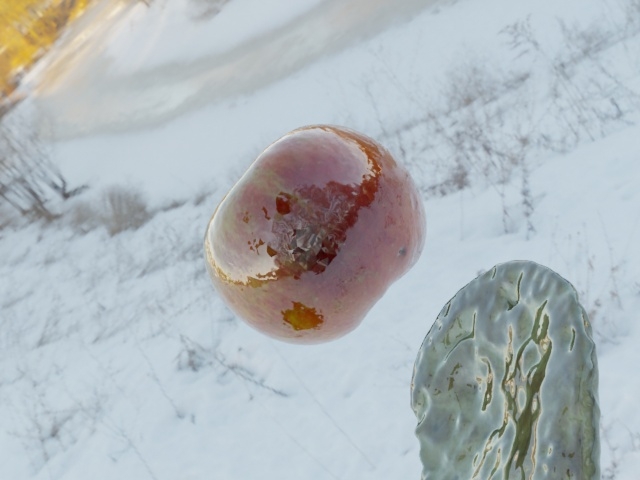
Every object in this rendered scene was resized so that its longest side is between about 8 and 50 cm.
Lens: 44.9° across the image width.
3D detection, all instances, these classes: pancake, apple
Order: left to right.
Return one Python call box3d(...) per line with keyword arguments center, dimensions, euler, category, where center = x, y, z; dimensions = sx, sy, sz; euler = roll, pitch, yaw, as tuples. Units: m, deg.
box3d(center=(0.000, 0.000, 0.948), dimensions=(0.293, 0.251, 0.163), euler=(-48, 7, 2), category="apple")
box3d(center=(0.130, 0.131, 0.562), dimensions=(0.222, 0.042, 0.236), euler=(-59, 23, 27), category="pancake")
